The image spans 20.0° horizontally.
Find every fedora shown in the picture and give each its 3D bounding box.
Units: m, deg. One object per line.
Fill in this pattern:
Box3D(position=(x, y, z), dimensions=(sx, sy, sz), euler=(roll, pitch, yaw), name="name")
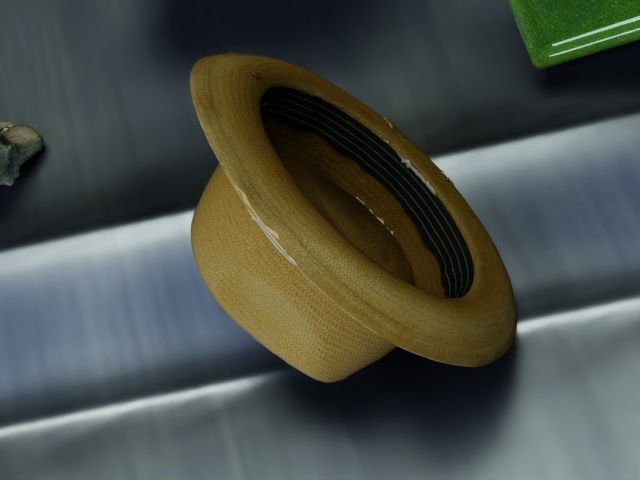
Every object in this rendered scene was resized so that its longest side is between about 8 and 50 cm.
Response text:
Box3D(position=(0.000, 0.000, 0.816), dimensions=(0.079, 0.194, 0.194), euler=(-50, 47, 24), name="fedora")

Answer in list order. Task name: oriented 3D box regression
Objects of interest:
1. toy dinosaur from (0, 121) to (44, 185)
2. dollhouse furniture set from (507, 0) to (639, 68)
Box3D(position=(-0.279, -0.011, 0.939), dimensions=(0.268, 0.064, 0.118), euler=(-36, 59, -9), name="toy dinosaur")
Box3D(position=(0.053, -0.183, 0.976), dimensions=(0.302, 0.151, 0.197), euler=(-15, 27, 26), name="dollhouse furniture set")
